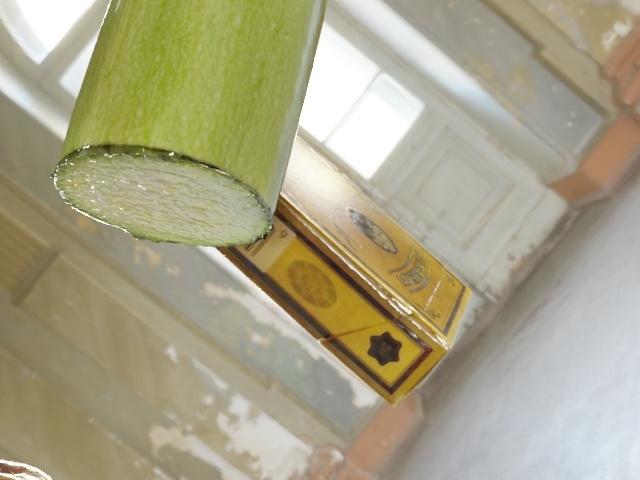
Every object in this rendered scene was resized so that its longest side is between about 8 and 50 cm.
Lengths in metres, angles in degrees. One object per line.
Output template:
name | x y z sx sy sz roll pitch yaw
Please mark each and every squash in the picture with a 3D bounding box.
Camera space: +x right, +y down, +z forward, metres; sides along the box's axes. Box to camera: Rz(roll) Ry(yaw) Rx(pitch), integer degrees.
squash | -0.066 -0.129 0.567 0.132 0.132 0.247 140 145 -64

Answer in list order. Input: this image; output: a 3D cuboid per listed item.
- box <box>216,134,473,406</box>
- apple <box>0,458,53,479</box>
box | 0.000 0.000 0.878 0.084 0.301 0.193 -49 -3 19
apple | -0.170 0.139 0.392 0.126 0.126 0.102 174 112 -82
